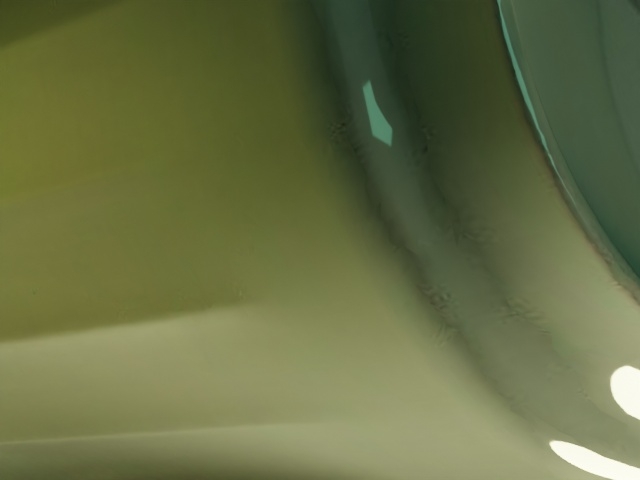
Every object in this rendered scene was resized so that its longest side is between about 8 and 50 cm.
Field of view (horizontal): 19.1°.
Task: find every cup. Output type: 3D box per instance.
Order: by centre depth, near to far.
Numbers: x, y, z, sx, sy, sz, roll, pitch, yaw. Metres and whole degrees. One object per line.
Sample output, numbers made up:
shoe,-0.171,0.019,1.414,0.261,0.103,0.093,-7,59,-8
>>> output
cup,0.000,0.000,0.547,0.237,0.327,0.322,3,82,-41
